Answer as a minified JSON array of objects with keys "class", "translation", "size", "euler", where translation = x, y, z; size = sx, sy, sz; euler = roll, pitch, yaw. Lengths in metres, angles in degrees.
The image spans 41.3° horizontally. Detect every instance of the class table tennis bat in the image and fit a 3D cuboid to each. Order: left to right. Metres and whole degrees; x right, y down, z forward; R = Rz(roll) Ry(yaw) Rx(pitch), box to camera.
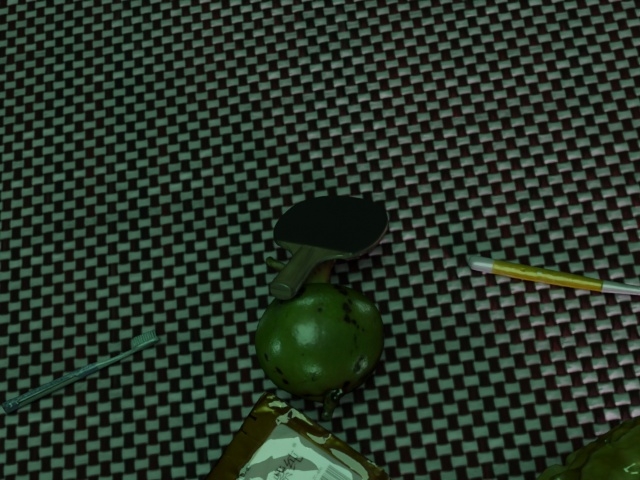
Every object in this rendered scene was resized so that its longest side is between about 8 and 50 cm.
[{"class":"table tennis bat","translation":[0.000,0.000,1.051],"size":[0.138,0.022,0.246],"euler":[9,31,18]}]

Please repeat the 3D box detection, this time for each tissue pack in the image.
[{"class":"tissue pack","translation":[-0.052,0.316,0.976],"size":[0.183,0.092,0.226],"euler":[31,77,18]}]

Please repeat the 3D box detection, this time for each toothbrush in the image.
[{"class":"toothbrush","translation":[-0.313,0.170,1.109],"size":[0.219,0.016,0.019],"euler":[-26,66,-2]},{"class":"toothbrush","translation":[0.329,0.053,1.064],"size":[0.288,0.024,0.021],"euler":[10,68,14]}]

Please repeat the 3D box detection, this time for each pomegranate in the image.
[{"class":"pomegranate","translation":[-0.007,0.102,1.039],"size":[0.156,0.156,0.220],"euler":[-21,36,-1]}]

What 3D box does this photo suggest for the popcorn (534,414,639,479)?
[{"class":"popcorn","translation":[0.323,0.310,0.836],"size":[0.282,0.282,0.247],"euler":[-24,80,-2]}]
